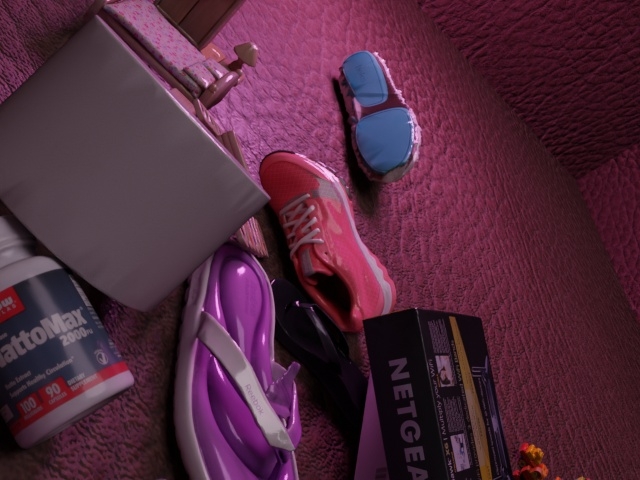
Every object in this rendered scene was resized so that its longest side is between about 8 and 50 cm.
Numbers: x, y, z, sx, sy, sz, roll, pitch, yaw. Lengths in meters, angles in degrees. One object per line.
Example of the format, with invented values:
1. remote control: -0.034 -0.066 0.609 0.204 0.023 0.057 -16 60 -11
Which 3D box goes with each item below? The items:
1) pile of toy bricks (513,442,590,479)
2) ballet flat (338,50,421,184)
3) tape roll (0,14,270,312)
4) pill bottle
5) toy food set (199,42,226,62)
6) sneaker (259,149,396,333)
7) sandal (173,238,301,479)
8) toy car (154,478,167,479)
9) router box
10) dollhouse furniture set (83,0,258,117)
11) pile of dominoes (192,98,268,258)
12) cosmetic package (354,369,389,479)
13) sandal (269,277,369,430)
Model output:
1. pile of toy bricks: 0.443 0.459 1.397 0.212 0.105 0.118 58 27 4
2. ballet flat: 0.133 -0.245 1.662 0.147 0.147 0.409 34 34 -37
3. tape roll: -0.192 -0.072 0.770 0.246 0.169 0.246 46 0 0
4. pill bottle: -0.250 0.074 0.672 0.180 0.108 0.108 58 26 5
5. toy food set: -0.183 -0.302 1.310 0.083 0.020 0.083 37 32 -33
6. sneaker: 0.001 0.000 1.169 0.314 0.116 0.136 57 28 2
7. sandal: -0.079 0.148 0.877 0.169 0.102 0.416 30 34 -41
8. toy car: -0.112 0.289 0.642 0.188 0.149 0.155 51 35 16
9. router box: 0.166 0.250 1.020 0.243 0.081 0.309 16 61 -59
10. dollhouse furniture set: -0.206 -0.352 1.086 0.303 0.174 0.355 43 22 -9
11. pile of dominoes: -0.100 -0.076 1.040 0.251 0.040 0.196 54 16 -83
12. cosmetic package: 0.103 0.252 1.058 0.099 0.060 0.239 53 34 -32
13. sandal: 0.012 0.147 1.085 0.254 0.054 0.097 51 27 -10
